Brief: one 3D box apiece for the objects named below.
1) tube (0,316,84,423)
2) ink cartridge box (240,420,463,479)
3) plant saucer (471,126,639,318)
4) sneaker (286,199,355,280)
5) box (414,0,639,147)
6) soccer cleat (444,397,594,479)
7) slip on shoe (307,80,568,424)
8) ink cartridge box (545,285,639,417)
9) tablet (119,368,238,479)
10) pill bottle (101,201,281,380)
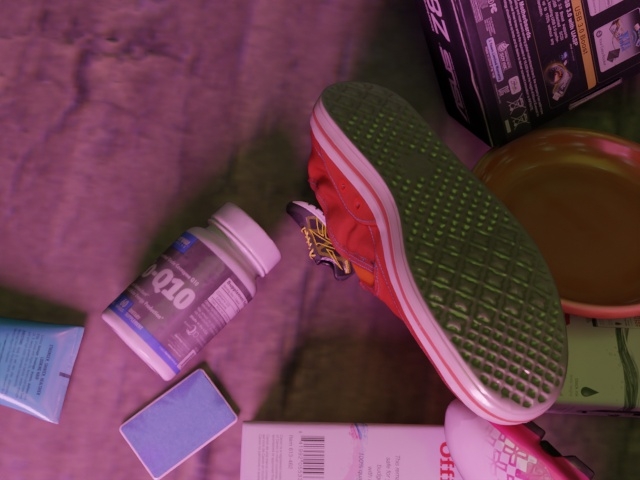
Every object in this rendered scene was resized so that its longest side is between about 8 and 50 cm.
[{"bbox_3d":[-0.301,0.085,0.897,0.207,0.052,0.080,13,80,-4],"label":"tube"},{"bbox_3d":[0.026,0.207,0.859,0.175,0.072,0.127,2,75,-1],"label":"ink cartridge box"},{"bbox_3d":[0.214,-0.012,0.910,0.200,0.037,0.200,1,49,-1],"label":"plant saucer"},{"bbox_3d":[0.000,0.000,0.935,0.083,0.031,0.035,40,78,8],"label":"sneaker"},{"bbox_3d":[0.202,-0.312,0.867,0.318,0.395,0.097,-28,33,-7],"label":"box"},{"bbox_3d":[0.180,0.259,0.798,0.143,0.116,0.331,-43,98,-4],"label":"soccer cleat"},{"bbox_3d":[0.078,0.011,0.846,0.123,0.101,0.331,-8,45,-26],"label":"slip on shoe"},{"bbox_3d":[0.231,0.090,0.906,0.135,0.056,0.099,2,74,-1],"label":"ink cartridge box"},{"bbox_3d":[-0.114,0.148,0.905,0.083,0.006,0.054,-36,79,-10],"label":"tablet"},{"bbox_3d":[-0.101,0.039,0.898,0.078,0.078,0.137,43,78,9],"label":"pill bottle"}]
